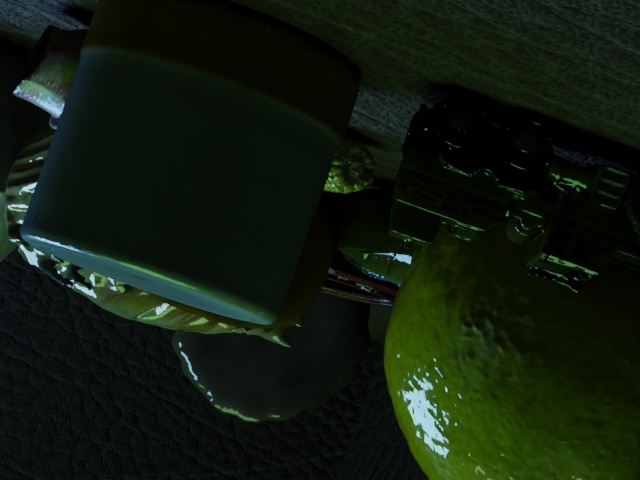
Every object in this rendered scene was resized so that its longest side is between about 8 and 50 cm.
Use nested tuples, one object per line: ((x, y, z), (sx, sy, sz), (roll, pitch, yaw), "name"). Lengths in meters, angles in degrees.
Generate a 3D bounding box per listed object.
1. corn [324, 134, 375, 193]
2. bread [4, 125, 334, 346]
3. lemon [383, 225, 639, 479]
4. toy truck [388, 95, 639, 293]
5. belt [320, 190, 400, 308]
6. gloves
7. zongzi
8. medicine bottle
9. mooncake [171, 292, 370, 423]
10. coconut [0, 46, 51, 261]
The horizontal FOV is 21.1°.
((-0.018, -0.088, 1.804), (0.165, 0.063, 0.085), (14, -165, 43), "corn")
((-0.157, -0.027, 1.925), (0.388, 0.236, 0.183), (19, 158, -41), "bread")
((0.217, 0.114, 1.628), (0.364, 0.364, 0.364), (19, 174, 2), "lemon")
((0.188, -0.030, 1.447), (0.257, 0.127, 0.127), (15, 172, 0), "toy truck")
((0.000, 0.000, 2.207), (0.324, 0.115, 0.227), (18, 168, -16), "belt")
((-0.168, -0.125, 1.662), (0.241, 0.126, 0.145), (30, 176, -15), "gloves")
((0.126, -0.004, 1.932), (0.228, 0.115, 0.256), (23, 168, 5), "zongzi")
((-0.112, -0.069, 1.476), (0.238, 0.232, 0.238), (19, 174, 2), "medicine bottle")
((-0.083, 0.135, 2.805), (0.324, 0.324, 0.187), (19, 175, -3), "mooncake")
((-0.447, -0.096, 1.982), (0.329, 0.329, 0.329), (19, 174, 2), "coconut")
